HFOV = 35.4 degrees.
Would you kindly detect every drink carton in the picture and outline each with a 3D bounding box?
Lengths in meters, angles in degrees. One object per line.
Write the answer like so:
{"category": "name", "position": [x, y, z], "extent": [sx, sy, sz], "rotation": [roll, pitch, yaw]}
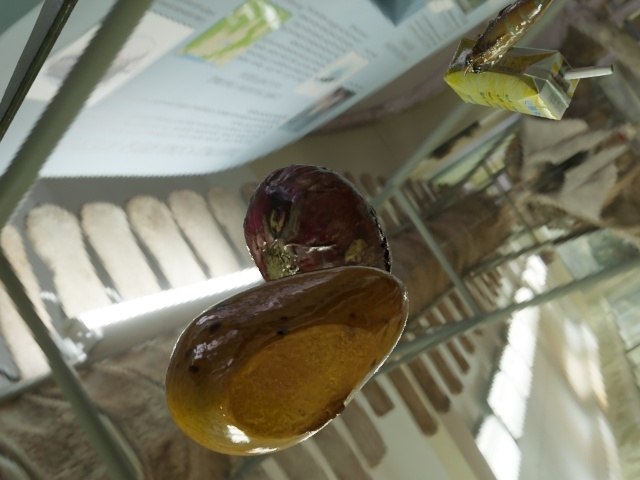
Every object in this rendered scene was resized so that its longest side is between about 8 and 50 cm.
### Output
{"category": "drink carton", "position": [0.251, -0.191, 1.202], "extent": [0.200, 0.074, 0.084], "rotation": [20, 168, 44]}

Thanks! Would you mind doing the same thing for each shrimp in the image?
{"category": "shrimp", "position": [0.204, -0.238, 1.001], "extent": [0.034, 0.178, 0.124], "rotation": [36, -122, -5]}

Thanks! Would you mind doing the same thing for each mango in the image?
{"category": "mango", "position": [-0.035, 0.119, 1.099], "extent": [0.160, 0.290, 0.191], "rotation": [65, 167, -16]}

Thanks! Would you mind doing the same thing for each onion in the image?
{"category": "onion", "position": [0.000, 0.000, 1.503], "extent": [0.246, 0.190, 0.246], "rotation": [40, 152, 27]}

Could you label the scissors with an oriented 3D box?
{"category": "scissors", "position": [-0.203, -0.240, 0.853], "extent": [0.029, 0.192, 0.447], "rotation": [38, -131, -33]}
